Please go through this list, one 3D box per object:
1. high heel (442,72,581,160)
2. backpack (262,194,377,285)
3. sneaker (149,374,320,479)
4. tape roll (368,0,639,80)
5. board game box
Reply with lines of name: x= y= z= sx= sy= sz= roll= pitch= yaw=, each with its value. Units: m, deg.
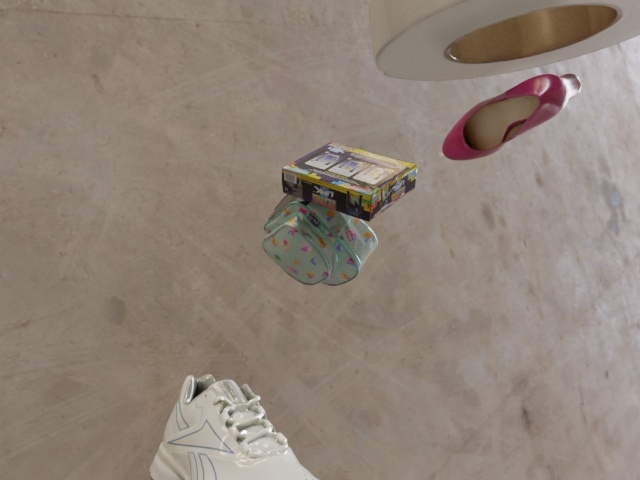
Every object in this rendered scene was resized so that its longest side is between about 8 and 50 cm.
high heel: x=0.252 y=-0.167 z=0.860 sx=0.117 sy=0.244 sz=0.082 roll=-26 pitch=95 yaw=-40
backpack: x=0.000 y=0.000 z=1.068 sx=0.188 sy=0.166 sz=0.144 roll=37 pitch=56 yaw=-13
sneaker: x=-0.093 y=0.215 z=0.602 sx=0.111 sy=0.297 sz=0.129 roll=11 pitch=83 yaw=-38
tape roll: x=0.251 y=-0.284 z=0.724 sx=0.392 sy=0.392 sz=0.072 roll=-10 pitch=91 yaw=-47
board game box: x=0.046 y=-0.099 z=0.944 sx=0.141 sy=0.170 sz=0.048 roll=-33 pitch=134 yaw=-43
